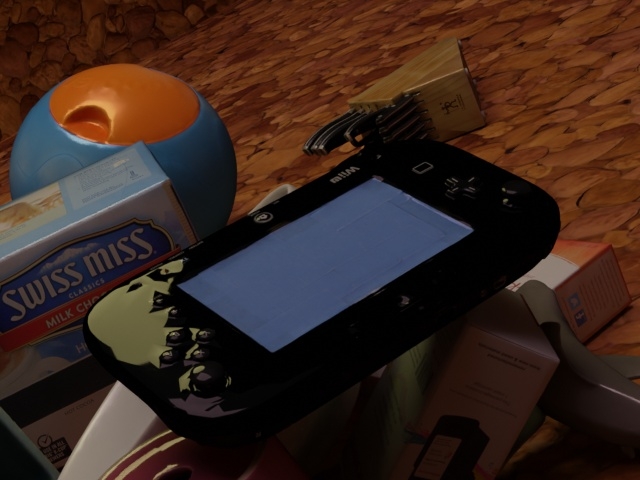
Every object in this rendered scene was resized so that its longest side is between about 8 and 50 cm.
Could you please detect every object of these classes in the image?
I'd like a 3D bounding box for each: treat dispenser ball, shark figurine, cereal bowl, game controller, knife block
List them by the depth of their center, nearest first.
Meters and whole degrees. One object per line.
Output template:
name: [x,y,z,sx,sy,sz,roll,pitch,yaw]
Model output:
game controller: [0.006,0.022,0.871,0.319,0.067,0.166,-29,50,-30]
shark figurine: [0.211,0.093,0.938,0.278,0.116,0.166,13,53,43]
cereal bowl: [-0.071,0.129,1.058,0.339,0.141,0.339,-50,10,12]
treat dispenser ball: [-0.250,-0.081,1.690,0.288,0.288,0.288,-21,19,8]
knife block: [0.099,-0.174,1.830,0.242,0.088,0.275,-19,20,10]

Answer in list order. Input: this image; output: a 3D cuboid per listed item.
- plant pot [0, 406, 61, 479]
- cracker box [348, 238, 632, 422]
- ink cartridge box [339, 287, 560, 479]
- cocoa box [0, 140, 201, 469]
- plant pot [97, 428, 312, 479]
plant pot: [-0.425,0.240,1.132,0.252,0.248,0.247,-31,13,32]
cracker box: [0.133,0.080,1.149,0.232,0.067,0.156,-35,21,-28]
ink cartridge box: [0.086,0.122,0.943,0.127,0.072,0.175,-102,36,-70]
cocoa box: [-0.279,0.080,1.382,0.347,0.228,0.231,-26,19,-7]
plant pot: [-0.055,0.218,0.830,0.201,0.180,0.201,-21,20,8]
